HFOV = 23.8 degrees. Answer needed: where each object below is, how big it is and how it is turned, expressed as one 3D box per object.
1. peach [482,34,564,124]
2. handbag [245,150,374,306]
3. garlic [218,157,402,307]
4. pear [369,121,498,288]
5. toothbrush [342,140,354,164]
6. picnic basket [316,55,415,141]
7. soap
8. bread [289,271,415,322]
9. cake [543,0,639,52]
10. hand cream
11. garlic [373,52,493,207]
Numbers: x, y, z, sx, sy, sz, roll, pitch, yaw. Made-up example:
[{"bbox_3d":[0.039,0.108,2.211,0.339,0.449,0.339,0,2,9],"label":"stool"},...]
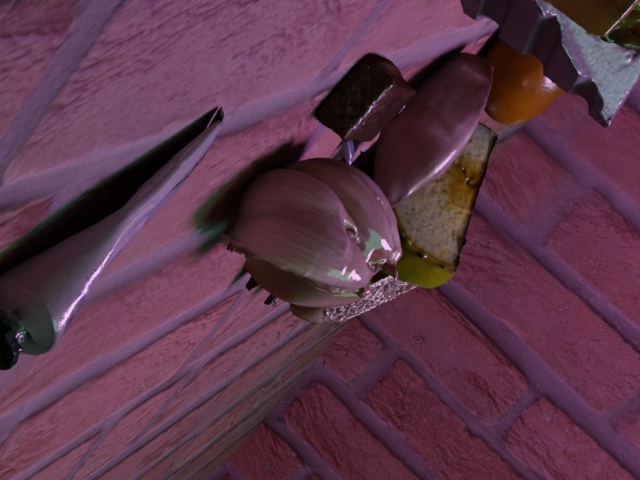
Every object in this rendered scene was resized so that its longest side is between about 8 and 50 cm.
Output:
[{"bbox_3d":[0.358,-0.293,2.496,0.251,0.153,0.251,-42,165,-14],"label":"peach"},{"bbox_3d":[-0.005,-0.018,2.212,0.203,0.074,0.216,-41,172,-36],"label":"handbag"},{"bbox_3d":[0.007,-0.013,1.844,0.281,0.203,0.184,84,31,-75],"label":"garlic"},{"bbox_3d":[0.136,-0.061,2.394,0.292,0.159,0.292,-61,-168,23],"label":"pear"},{"bbox_3d":[0.053,-0.057,2.107,0.019,0.013,0.193,-50,136,-46],"label":"toothbrush"},{"bbox_3d":[0.059,-0.167,1.851,0.110,0.055,0.193,-48,174,10],"label":"picnic basket"},{"bbox_3d":[0.304,-0.296,1.749,0.159,0.258,0.302,-44,172,-7],"label":"soap"},{"bbox_3d":[0.058,0.052,2.533,0.287,0.056,0.207,-21,-152,-20],"label":"bread"},{"bbox_3d":[0.287,-0.319,1.404,0.227,0.286,0.222,-50,172,27],"label":"cake"},{"bbox_3d":[-0.190,-0.003,1.348,0.121,0.076,0.336,-47,-179,45],"label":"hand cream"},{"bbox_3d":[0.166,-0.176,2.176,0.143,0.112,0.318,-39,-173,48],"label":"garlic"}]
